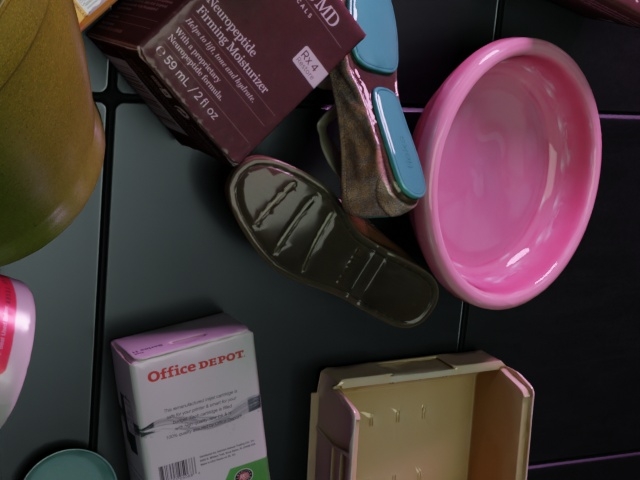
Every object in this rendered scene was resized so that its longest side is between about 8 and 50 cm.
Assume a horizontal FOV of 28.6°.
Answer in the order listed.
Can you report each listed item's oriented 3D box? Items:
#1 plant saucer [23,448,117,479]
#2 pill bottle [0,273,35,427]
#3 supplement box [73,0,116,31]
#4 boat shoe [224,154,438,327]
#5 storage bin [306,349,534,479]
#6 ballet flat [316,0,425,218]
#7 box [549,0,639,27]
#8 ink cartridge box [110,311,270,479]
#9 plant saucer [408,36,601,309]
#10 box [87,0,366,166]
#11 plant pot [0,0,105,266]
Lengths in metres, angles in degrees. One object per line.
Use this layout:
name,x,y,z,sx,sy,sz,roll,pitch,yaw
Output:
plant saucer,-0.293,0.292,1.444,0.119,0.021,0.119,-8,107,-27
pill bottle,-0.455,0.081,1.214,0.318,0.176,0.176,20,94,-31
supplement box,-0.208,-0.307,1.299,0.233,0.078,0.080,-43,115,-12
boat shoe,0.000,0.000,1.478,0.307,0.104,0.111,39,93,-26
storage bin,0.125,0.289,1.604,0.262,0.123,0.261,-4,105,-26
ballet flat,0.035,-0.171,1.427,0.107,0.106,0.316,16,59,-49
box,0.380,-0.462,1.507,0.191,0.143,0.382,8,102,-48
ink cartridge box,-0.150,0.203,1.457,0.153,0.087,0.209,-13,110,-24
plant saucer,0.217,-0.084,1.543,0.332,0.084,0.332,-11,107,-40
box,-0.101,-0.216,1.326,0.203,0.167,0.168,-46,119,-10
plant pot,-0.354,-0.146,1.085,0.366,0.366,0.353,-44,154,-11
